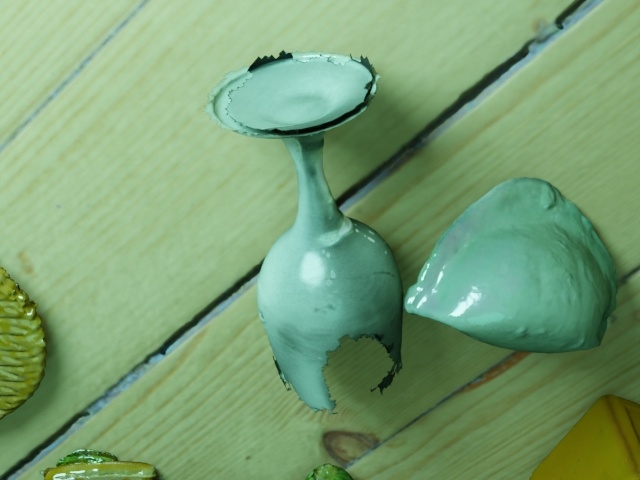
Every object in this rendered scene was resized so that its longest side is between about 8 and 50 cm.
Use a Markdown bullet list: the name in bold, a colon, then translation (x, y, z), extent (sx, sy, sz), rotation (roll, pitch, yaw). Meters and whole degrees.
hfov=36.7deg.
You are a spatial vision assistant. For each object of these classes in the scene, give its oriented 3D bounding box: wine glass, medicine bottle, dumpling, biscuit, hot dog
- **wine glass**: translation (0.000, 0.000, 0.840), extent (0.143, 0.143, 0.321), rotation (-9, 125, 5)
- **medicine bottle**: translation (0.293, 0.292, 1.015), extent (0.112, 0.149, 0.222), rotation (24, 119, -15)
- **dumpling**: translation (0.177, 0.031, 0.886), extent (0.216, 0.149, 0.105), rotation (3, 153, -19)
- **biscuit**: translation (-0.394, 0.090, 0.944), extent (0.254, 0.035, 0.254), rotation (0, 122, 1)
- **hot dog**: translation (-0.240, 0.258, 1.054), extent (0.133, 0.041, 0.056), rotation (5, 122, -13)

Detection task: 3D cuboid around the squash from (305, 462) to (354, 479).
- **squash**: translation (0.033, 0.336, 1.085), extent (0.077, 0.068, 0.219), rotation (-29, 119, -1)
